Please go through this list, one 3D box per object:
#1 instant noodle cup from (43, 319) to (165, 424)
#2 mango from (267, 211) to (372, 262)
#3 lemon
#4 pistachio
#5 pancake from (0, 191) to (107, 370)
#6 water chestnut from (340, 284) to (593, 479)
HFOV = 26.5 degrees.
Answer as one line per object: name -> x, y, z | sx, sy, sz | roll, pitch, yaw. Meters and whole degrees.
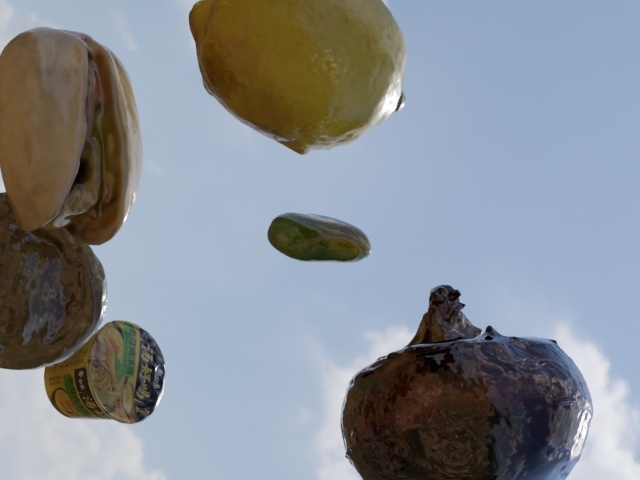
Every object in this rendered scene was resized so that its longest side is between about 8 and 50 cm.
instant noodle cup -> -0.317, 0.197, 1.955 | 0.122, 0.151, 0.151 | -16, -95, 36
mango -> -0.002, -0.001, 2.458 | 0.122, 0.191, 0.086 | -84, -174, -81
lemon -> -0.027, -0.231, 1.670 | 0.233, 0.288, 0.234 | 21, 90, -89
pistachio -> -0.321, -0.136, 1.686 | 0.187, 0.187, 0.299 | 113, -27, -60
pancake -> -0.389, 0.056, 1.732 | 0.042, 0.222, 0.236 | -117, -172, -77
water chestnut -> 0.194, 0.208, 1.812 | 0.350, 0.350, 0.302 | 132, -51, -68
